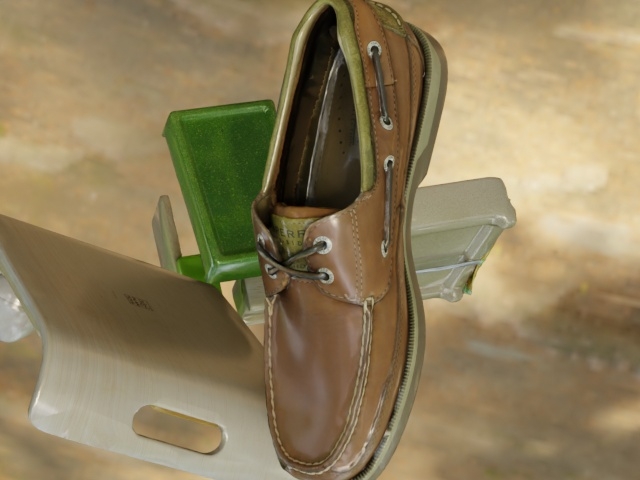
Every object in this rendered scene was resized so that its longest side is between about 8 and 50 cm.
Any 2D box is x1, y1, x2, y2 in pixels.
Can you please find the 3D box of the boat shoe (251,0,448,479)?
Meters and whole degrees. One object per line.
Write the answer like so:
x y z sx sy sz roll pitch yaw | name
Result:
0.000 0.000 1.089 0.111 0.307 0.104 -2 168 32 | boat shoe

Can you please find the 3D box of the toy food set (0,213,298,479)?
-0.155 0.086 1.328 0.220 0.092 0.306 20 -166 -30 | toy food set

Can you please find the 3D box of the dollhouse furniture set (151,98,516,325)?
0.007 -0.026 1.628 0.302 0.151 0.197 -9 157 -18 | dollhouse furniture set
